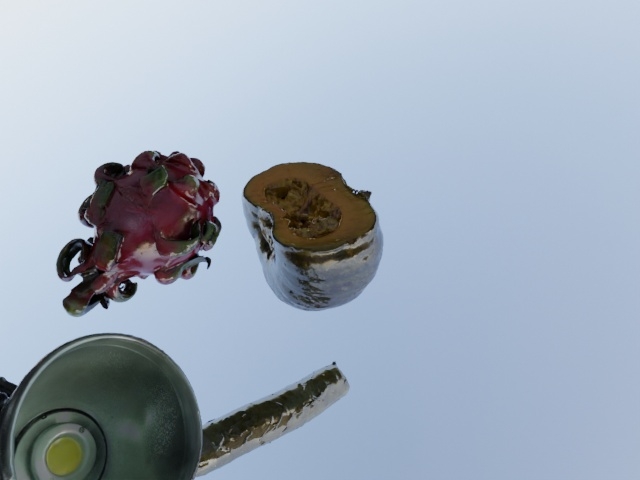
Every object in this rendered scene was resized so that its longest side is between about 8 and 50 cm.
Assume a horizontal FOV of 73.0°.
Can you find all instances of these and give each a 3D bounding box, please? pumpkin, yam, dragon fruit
[{"bbox_3d":[0.000,0.000,0.811,0.242,0.232,0.325,-21,-141,-11],"label":"pumpkin"},{"bbox_3d":[-0.074,0.305,0.766,0.083,0.083,0.371,32,-155,33],"label":"yam"},{"bbox_3d":[-0.285,-0.020,0.690,0.272,0.218,0.198,-28,-147,-1],"label":"dragon fruit"}]

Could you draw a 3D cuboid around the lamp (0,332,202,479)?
[{"bbox_3d":[-0.233,0.178,0.356,0.227,0.172,0.147,-29,-174,26],"label":"lamp"}]
